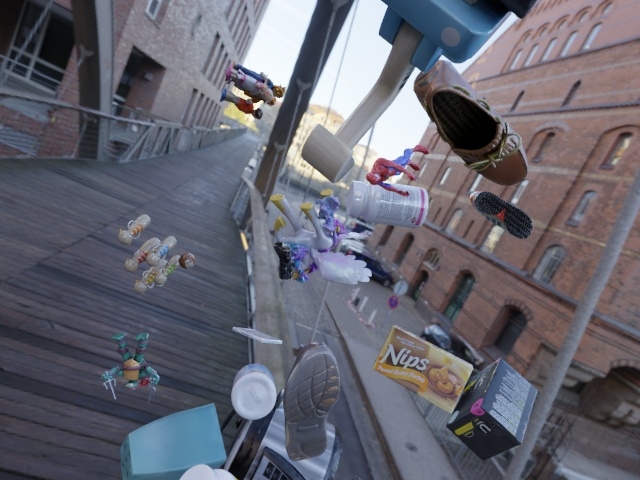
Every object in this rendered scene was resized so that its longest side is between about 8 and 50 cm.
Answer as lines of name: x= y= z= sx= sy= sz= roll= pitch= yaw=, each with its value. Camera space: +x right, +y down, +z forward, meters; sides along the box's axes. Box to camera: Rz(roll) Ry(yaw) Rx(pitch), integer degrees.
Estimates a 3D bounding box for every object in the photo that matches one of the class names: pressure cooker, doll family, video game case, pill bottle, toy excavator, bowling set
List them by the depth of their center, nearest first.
pill bottle: x=-0.112 y=0.302 z=0.460 sx=0.065 sy=0.065 sz=0.116 roll=39 pitch=-20 yaw=53
toy excavator: x=0.160 y=-0.318 z=0.628 sx=0.222 sy=0.432 sz=0.445 roll=40 pitch=-17 yaw=4
pill bottle: x=-0.138 y=0.306 z=0.849 sx=0.087 sy=0.087 sz=0.160 roll=25 pitch=-11 yaw=-5
video game case: x=-0.181 y=0.273 z=1.171 sx=0.122 sy=0.011 sz=0.087 roll=9 pitch=-9 yaw=39
doll family: x=-0.190 y=-0.453 z=1.201 sx=0.163 sy=0.118 sz=0.263 roll=24 pitch=-8 yaw=-16
bowling set: x=-0.545 y=0.068 z=1.371 sx=0.200 sy=0.286 sz=0.154 roll=14 pitch=45 yaw=20
pressure cooker: x=-0.177 y=0.779 z=1.487 sx=0.421 sy=0.375 sz=0.369 roll=28 pitch=48 yaw=1
pill bottle: x=0.250 y=-0.141 z=1.560 sx=0.284 sy=0.160 sz=0.160 roll=7 pitch=12 yaw=-7

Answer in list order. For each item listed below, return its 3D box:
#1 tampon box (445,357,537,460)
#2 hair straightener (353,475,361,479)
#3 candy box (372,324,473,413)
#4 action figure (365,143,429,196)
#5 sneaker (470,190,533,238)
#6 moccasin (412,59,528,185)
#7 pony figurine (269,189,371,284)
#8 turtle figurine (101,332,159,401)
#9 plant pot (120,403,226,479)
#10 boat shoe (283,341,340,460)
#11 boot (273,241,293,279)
tampon box: x=0.368 y=0.360 z=0.876 sx=0.101 sy=0.120 sz=0.161 roll=42 pitch=42 yaw=14
hair straightener: x=0.121 y=0.987 z=1.509 sx=0.047 sy=0.230 sz=0.089 roll=4 pitch=-7 yaw=44
candy box: x=0.376 y=0.470 z=1.517 sx=0.317 sy=0.182 sz=0.088 roll=26 pitch=-1 yaw=22
action figure: x=0.230 y=-0.179 z=1.095 sx=0.139 sy=0.091 sz=0.281 roll=41 pitch=41 yaw=23
sneaker: x=0.414 y=-0.064 z=0.943 sx=0.161 sy=0.057 sz=0.075 roll=32 pitch=12 yaw=-8
moccasin: x=0.355 y=-0.236 z=0.913 sx=0.380 sy=0.139 sz=0.146 roll=38 pitch=37 yaw=-35
pony figurine: x=0.000 y=0.000 z=1.496 sx=0.352 sy=0.363 sz=0.302 roll=-5 pitch=35 yaw=9
turtle figurine: x=-0.642 y=0.434 z=1.383 sx=0.176 sy=0.233 sz=0.118 roll=-1 pitch=5 yaw=-22
plant pot: x=-0.419 y=0.586 z=1.137 sx=0.235 sy=0.165 sz=0.165 roll=6 pitch=44 yaw=-37
boat shoe: x=-0.041 y=0.381 z=1.002 sx=0.133 sy=0.354 sz=0.130 roll=1 pitch=27 yaw=-18
boot: x=-0.120 y=0.065 z=1.304 sx=0.045 sy=0.099 sz=0.121 roll=-6 pitch=18 yaw=-22
